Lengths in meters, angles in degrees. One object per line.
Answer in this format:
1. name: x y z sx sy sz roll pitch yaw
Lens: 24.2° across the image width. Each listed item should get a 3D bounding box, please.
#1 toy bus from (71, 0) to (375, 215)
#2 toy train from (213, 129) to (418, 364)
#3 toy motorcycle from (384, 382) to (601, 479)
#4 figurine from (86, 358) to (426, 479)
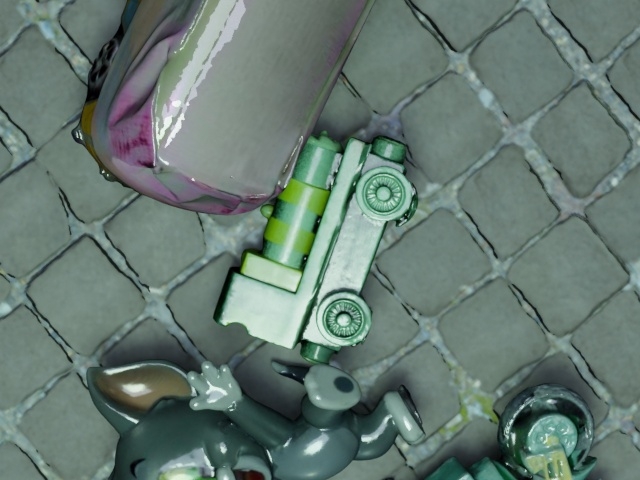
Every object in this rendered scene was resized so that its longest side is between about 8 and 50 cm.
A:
1. toy bus: -0.050 -0.199 1.175 0.171 0.162 0.386 25 94 -23
2. toy train: 0.000 0.000 1.248 0.132 0.083 0.200 19 92 0
3. toy motorcycle: 0.139 0.269 1.266 0.296 0.109 0.198 -39 104 -1
4. figurine: -0.056 0.158 1.231 0.265 0.140 0.193 -26 117 -12
